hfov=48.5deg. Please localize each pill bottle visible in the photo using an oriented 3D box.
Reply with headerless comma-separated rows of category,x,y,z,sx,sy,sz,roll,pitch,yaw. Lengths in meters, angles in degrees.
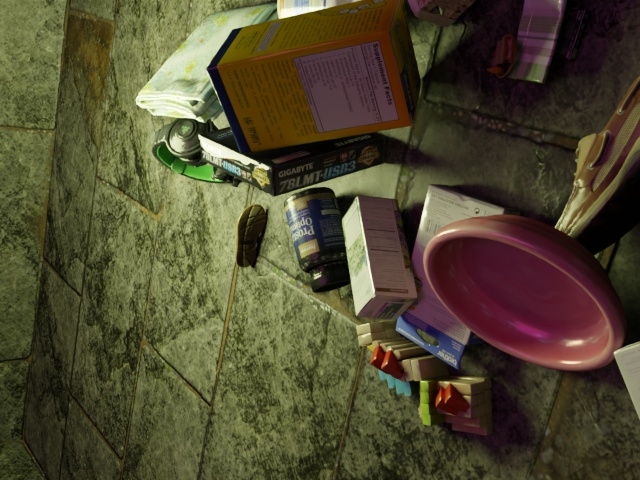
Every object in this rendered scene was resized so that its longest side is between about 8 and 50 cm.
pill bottle,0.000,0.000,1.599,0.123,0.123,0.219,-30,70,46
pill bottle,0.044,-0.497,1.514,0.272,0.152,0.152,19,105,47

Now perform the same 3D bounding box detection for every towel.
towel,-0.273,-0.457,1.799,0.321,0.090,0.374,17,64,46
towel,0.365,-0.348,1.207,0.113,0.023,0.152,-132,51,-67

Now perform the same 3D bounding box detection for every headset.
headset,-0.277,-0.208,1.816,0.394,0.243,0.185,-11,60,47

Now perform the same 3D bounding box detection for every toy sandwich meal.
toy sandwich meal,0.320,-0.328,1.261,0.085,0.029,0.085,-175,90,-77

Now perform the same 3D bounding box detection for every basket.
basket,0.220,-0.507,1.338,0.103,0.113,0.167,-30,68,42

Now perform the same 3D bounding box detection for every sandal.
sandal,-0.194,-0.016,1.883,0.049,0.072,0.180,-122,41,-60

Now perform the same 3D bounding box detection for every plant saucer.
plant saucer,0.326,0.074,1.134,0.332,0.084,0.332,29,153,17

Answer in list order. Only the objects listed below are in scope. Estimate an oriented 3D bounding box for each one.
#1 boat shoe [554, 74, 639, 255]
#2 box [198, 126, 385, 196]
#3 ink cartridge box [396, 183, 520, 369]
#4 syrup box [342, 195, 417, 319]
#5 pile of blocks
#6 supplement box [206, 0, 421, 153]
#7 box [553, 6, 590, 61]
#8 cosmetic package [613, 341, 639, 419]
boat shoe,0.453,-0.116,1.079,0.324,0.123,0.120,-58,45,23
box,-0.064,-0.200,1.539,0.293,0.296,0.073,28,130,47
ink cartridge box,0.253,0.065,1.351,0.186,0.065,0.311,28,109,48
syrup box,0.115,0.033,1.431,0.093,0.096,0.236,121,147,-52
pile of blocks,0.174,0.276,1.411,0.362,0.113,0.148,30,113,46
supplement box,-0.003,-0.321,1.378,0.357,0.195,0.194,-6,127,18
box,0.406,-0.348,1.191,0.067,0.018,0.083,30,114,45
cosmetic package,0.516,0.248,1.002,0.085,0.117,0.231,-36,65,45
